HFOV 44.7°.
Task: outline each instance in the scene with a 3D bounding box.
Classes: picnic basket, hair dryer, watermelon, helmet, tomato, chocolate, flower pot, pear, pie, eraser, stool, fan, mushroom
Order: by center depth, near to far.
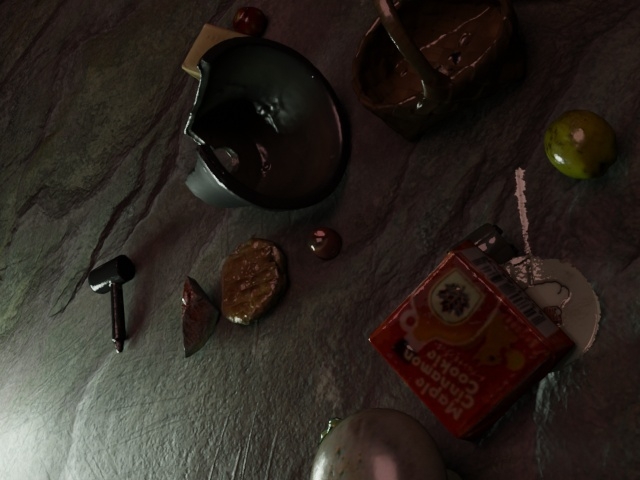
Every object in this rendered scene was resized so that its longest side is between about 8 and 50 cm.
[{"bbox_3d":[0.110,0.374,1.168,0.243,0.243,0.243,-19,57,32],"label":"mushroom"},{"bbox_3d":[0.222,0.158,1.202,0.235,0.108,0.237,-47,72,17],"label":"chocolate"},{"bbox_3d":[0.330,0.046,1.224,0.191,0.009,0.329,-10,81,26],"label":"fan"},{"bbox_3d":[0.420,-0.157,1.260,0.107,0.107,0.131,-39,52,18],"label":"pear"},{"bbox_3d":[0.270,0.030,1.299,0.110,0.096,0.096,-41,47,10],"label":"stool"},{"bbox_3d":[0.178,-0.386,1.439,0.337,0.337,0.293,-29,52,26],"label":"picnic basket"},{"bbox_3d":[-0.002,-0.001,1.576,0.084,0.049,0.065,32,92,45],"label":"helmet"},{"bbox_3d":[-0.147,-0.205,1.655,0.251,0.379,0.379,-30,48,53],"label":"flower pot"},{"bbox_3d":[-0.144,0.085,1.656,0.195,0.046,0.195,-20,57,34],"label":"pie"},{"bbox_3d":[-0.272,0.164,1.700,0.081,0.094,0.180,-14,75,32],"label":"watermelon"},{"bbox_3d":[-0.511,0.167,1.927,0.114,0.070,0.248,-25,62,28],"label":"hair dryer"},{"bbox_3d":[-0.213,-0.448,1.971,0.343,0.078,0.144,28,89,45],"label":"eraser"},{"bbox_3d":[-0.188,-0.565,2.013,0.087,0.075,0.087,-21,57,36],"label":"tomato"}]

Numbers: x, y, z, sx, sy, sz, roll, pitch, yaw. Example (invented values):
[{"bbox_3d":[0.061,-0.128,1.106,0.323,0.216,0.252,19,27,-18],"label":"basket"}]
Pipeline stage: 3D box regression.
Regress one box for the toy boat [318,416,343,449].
[{"bbox_3d":[0.041,0.442,1.279,0.108,0.099,0.293,-22,48,32],"label":"toy boat"}]
